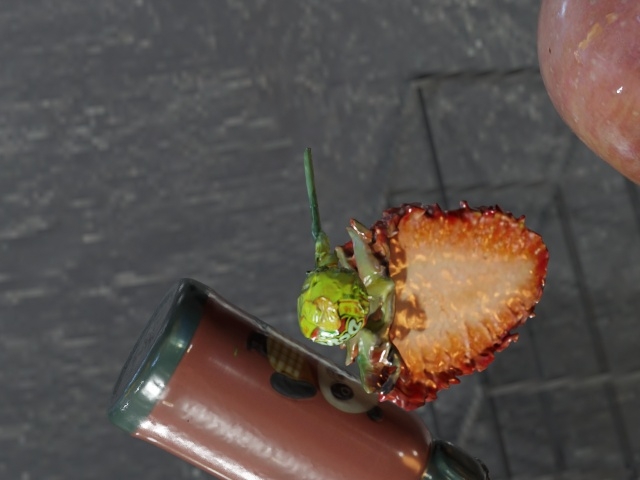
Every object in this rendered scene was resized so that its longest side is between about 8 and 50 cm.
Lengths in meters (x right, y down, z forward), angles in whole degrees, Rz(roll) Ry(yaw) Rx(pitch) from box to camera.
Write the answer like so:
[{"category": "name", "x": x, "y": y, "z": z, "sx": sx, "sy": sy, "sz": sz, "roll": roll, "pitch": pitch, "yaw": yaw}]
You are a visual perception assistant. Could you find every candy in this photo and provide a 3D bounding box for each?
[{"category": "candy", "x": 0.000, "y": 0.000, "z": 0.953, "sx": 0.035, "sy": 0.123, "sz": 0.035, "roll": -5, "pitch": 139, "yaw": -7}]

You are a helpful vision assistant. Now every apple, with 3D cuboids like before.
[{"category": "apple", "x": 0.309, "y": -0.166, "z": 1.548, "sx": 0.305, "sy": 0.306, "sz": 0.235, "roll": -4, "pitch": 148, "yaw": -11}]

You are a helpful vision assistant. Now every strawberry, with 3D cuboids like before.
[{"category": "strawberry", "x": 0.088, "y": 0.051, "z": 1.557, "sx": 0.208, "sy": 0.167, "sz": 0.087, "roll": 3, "pitch": 176, "yaw": -44}]

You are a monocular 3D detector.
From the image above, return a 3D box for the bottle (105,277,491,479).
[{"category": "bottle", "x": -0.009, "y": 0.171, "z": 1.681, "sx": 0.336, "sy": 0.144, "sz": 0.144, "roll": 30, "pitch": 137, "yaw": -11}]
